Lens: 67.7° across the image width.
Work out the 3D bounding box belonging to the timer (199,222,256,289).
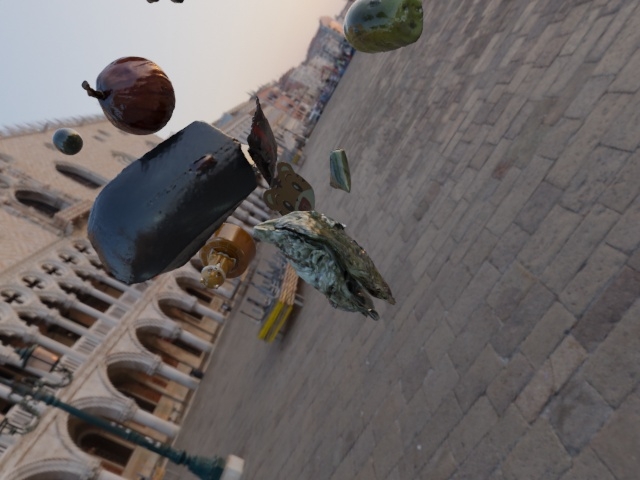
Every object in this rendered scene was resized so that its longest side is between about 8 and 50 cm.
[{"bbox_3d":[-0.227,0.054,1.078,0.132,0.132,0.152,-56,11,33],"label":"timer"}]

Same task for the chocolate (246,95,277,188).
[{"bbox_3d":[-0.092,-0.156,0.799,0.182,0.028,0.086,69,-153,-68],"label":"chocolate"}]

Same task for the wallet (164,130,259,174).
[{"bbox_3d":[-0.267,-0.225,1.195,0.170,0.230,0.070,-110,31,-62],"label":"wallet"}]

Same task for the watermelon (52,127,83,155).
[{"bbox_3d":[-0.717,-0.281,1.352,0.110,0.078,0.078,21,82,53],"label":"watermelon"}]

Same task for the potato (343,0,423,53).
[{"bbox_3d":[0.145,-0.597,1.289,0.271,0.111,0.160,19,115,53],"label":"potato"}]

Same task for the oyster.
[{"bbox_3d":[0.020,0.042,0.966,0.158,0.350,0.162,-58,30,0],"label":"oyster"}]

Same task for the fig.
[{"bbox_3d":[-0.300,-0.225,0.765,0.128,0.128,0.150,-55,15,39],"label":"fig"}]

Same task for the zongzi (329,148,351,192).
[{"bbox_3d":[0.057,-0.181,1.231,0.113,0.052,0.104,-132,37,-70],"label":"zongzi"}]

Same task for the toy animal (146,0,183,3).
[{"bbox_3d":[-0.293,-0.545,0.918,0.343,0.106,0.169,-37,-48,-63],"label":"toy animal"}]

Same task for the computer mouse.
[{"bbox_3d":[-0.241,-0.064,0.758,0.295,0.168,0.087,-44,-5,-2],"label":"computer mouse"}]

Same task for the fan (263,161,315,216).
[{"bbox_3d":[-0.038,-0.084,1.173,0.008,0.226,0.153,-27,32,44],"label":"fan"}]
